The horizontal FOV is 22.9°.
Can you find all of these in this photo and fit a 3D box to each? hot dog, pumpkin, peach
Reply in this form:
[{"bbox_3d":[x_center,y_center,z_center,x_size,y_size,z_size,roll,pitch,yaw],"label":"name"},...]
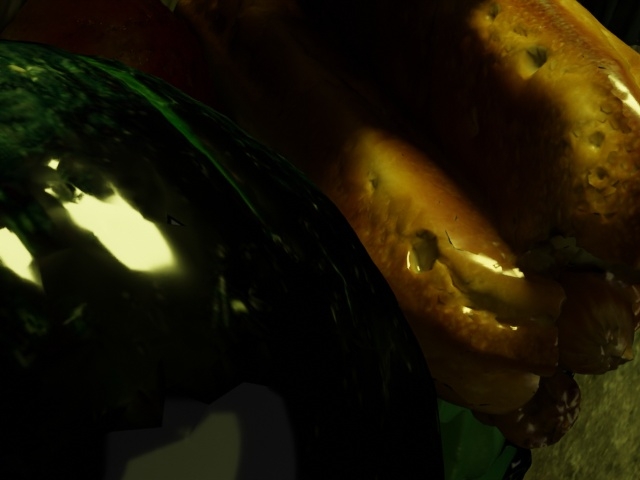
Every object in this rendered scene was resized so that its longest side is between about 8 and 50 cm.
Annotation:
[{"bbox_3d":[0.046,-0.054,0.666,0.158,0.349,0.117,-45,127,7],"label":"hot dog"},{"bbox_3d":[-0.109,0.079,0.482,0.315,0.238,0.315,-36,146,-30],"label":"pumpkin"},{"bbox_3d":[-0.090,-0.023,0.651,0.127,0.092,0.172,-27,143,-64],"label":"peach"}]

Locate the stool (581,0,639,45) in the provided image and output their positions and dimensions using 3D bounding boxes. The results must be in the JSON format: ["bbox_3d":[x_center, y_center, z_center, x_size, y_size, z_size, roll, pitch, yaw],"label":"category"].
[{"bbox_3d":[0.228,-0.305,0.970,0.297,0.297,0.330,-59,170,-23],"label":"stool"}]

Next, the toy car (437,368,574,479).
[{"bbox_3d":[0.063,0.126,1.254,0.176,0.213,0.358,-46,160,-32],"label":"toy car"}]

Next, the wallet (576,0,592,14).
[{"bbox_3d":[0.115,-0.142,0.915,0.055,0.160,0.236,-33,133,21],"label":"wallet"}]
